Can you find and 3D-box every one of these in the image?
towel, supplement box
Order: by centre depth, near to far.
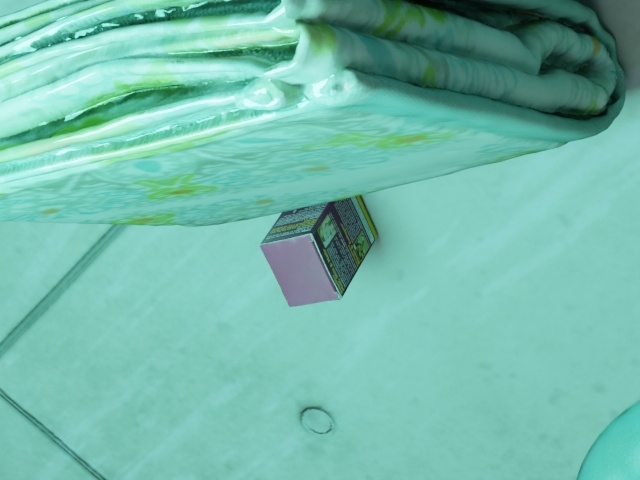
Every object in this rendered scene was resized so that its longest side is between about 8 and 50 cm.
[{"bbox_3d":[-0.036,-0.076,0.847,0.320,0.374,0.090,-10,84,30],"label":"towel"},{"bbox_3d":[0.000,0.000,1.036,0.043,0.083,0.055,-11,116,28],"label":"supplement box"}]

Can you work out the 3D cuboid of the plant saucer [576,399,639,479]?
[{"bbox_3d":[0.335,0.231,1.076,0.317,0.043,0.317,11,125,16],"label":"plant saucer"}]
